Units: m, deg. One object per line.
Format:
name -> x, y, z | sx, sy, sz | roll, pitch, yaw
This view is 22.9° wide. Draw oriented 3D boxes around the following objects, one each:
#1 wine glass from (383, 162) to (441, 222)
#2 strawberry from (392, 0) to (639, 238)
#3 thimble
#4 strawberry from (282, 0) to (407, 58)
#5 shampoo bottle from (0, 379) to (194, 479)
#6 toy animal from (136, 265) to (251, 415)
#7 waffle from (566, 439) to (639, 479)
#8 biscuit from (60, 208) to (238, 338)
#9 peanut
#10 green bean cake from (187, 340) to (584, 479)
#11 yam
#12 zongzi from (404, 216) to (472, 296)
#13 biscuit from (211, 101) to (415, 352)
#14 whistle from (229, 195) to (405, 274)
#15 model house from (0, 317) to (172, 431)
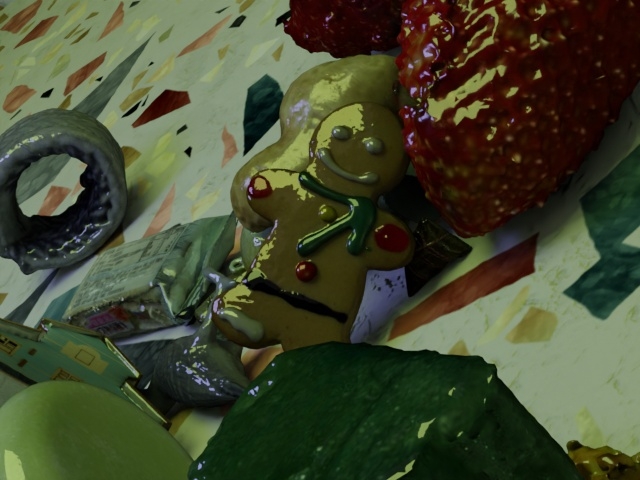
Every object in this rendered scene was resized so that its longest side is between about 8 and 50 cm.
wine glass -> 0.140, -0.115, 1.796 | 0.093, 0.093, 0.202 | -17, 36, 45
strawberry -> 0.184, -0.188, 1.627 | 0.292, 0.292, 0.343 | -15, 33, 46
thimble -> -0.414, -0.079, 2.444 | 0.245, 0.217, 0.157 | -55, 18, 14
strawberry -> 0.071, -0.362, 2.176 | 0.274, 0.220, 0.274 | -48, -15, -18
shampoo bottle -> -0.268, 0.310, 1.457 | 0.317, 0.322, 0.322 | -43, 23, 22
toy animal -> -0.121, 0.131, 1.795 | 0.367, 0.081, 0.206 | -11, 61, 52
waffle -> 0.127, 0.277, 1.219 | 0.325, 0.068, 0.302 | -16, 36, 43
biscuit -> -0.235, 0.061, 2.099 | 0.309, 0.079, 0.186 | -17, 37, 43
peanut -> 0.003, -0.107, 1.764 | 0.253, 0.137, 0.122 | -54, -18, -1
green bean cake -> 0.010, 0.232, 1.193 | 0.300, 0.169, 0.308 | -51, 25, -19
yam -> -0.096, 0.064, 1.915 | 0.132, 0.054, 0.054 | -46, 24, -8
zongzi -> 0.108, 0.009, 1.696 | 0.083, 0.067, 0.073 | -54, 27, 20
biscuit -> 0.002, -0.007, 1.664 | 0.301, 0.197, 0.049 | -65, -14, -2
whistle -> 0.000, 0.000, 1.841 | 0.223, 0.123, 0.123 | -20, 27, 2
model house -> -0.307, 0.198, 1.806 | 0.178, 0.271, 0.206 | -63, 1, 18
